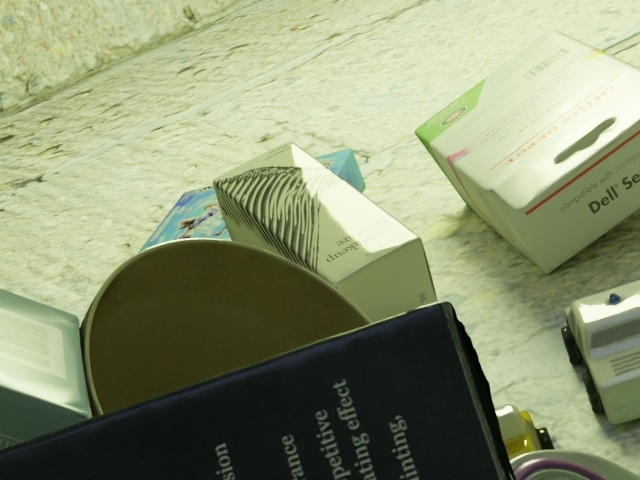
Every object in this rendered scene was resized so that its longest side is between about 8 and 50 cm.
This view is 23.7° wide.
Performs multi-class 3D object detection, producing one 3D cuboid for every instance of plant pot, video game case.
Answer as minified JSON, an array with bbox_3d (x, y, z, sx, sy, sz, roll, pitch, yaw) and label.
[{"bbox_3d":[-0.086,0.167,1.165,0.191,0.284,0.284,-51,-1,38],"label":"plant pot"},{"bbox_3d":[-0.089,-0.015,1.872,0.244,0.061,0.269,-13,21,19],"label":"video game case"}]

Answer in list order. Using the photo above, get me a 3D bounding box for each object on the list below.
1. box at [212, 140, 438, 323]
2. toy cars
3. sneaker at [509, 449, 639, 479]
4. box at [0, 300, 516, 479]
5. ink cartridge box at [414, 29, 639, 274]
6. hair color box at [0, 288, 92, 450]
[{"bbox_3d":[0.000,0.000,1.603,0.113,0.094,0.275,-29,36,-18],"label":"box"},{"bbox_3d":[0.192,0.121,1.207,0.176,0.087,0.393,-1,28,43],"label":"toy cars"},{"bbox_3d":[0.097,0.217,1.006,0.305,0.114,0.152,-5,-26,-11],"label":"sneaker"},{"bbox_3d":[-0.066,0.246,0.754,0.395,0.294,0.212,-18,-19,5],"label":"box"},{"bbox_3d":[0.253,-0.093,1.598,0.207,0.119,0.353,-36,20,1],"label":"ink cartridge box"},{"bbox_3d":[-0.276,0.228,1.019,0.113,0.375,0.185,21,12,-17],"label":"hair color box"}]
